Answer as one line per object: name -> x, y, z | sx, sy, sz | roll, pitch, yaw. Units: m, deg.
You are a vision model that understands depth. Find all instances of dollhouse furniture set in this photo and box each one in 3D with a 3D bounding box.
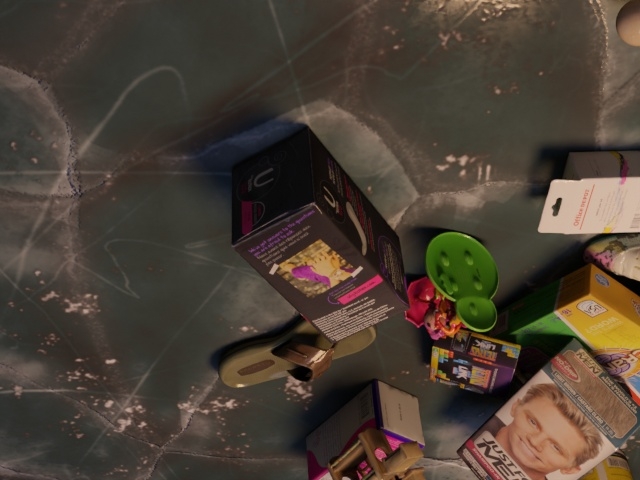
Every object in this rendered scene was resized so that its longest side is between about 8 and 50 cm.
dollhouse furniture set -> 0.132, 0.376, 1.796 | 0.161, 0.101, 0.182 | 3, 139, -43

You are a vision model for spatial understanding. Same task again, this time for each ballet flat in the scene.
ballet flat -> 0.537, 0.029, 1.628 | 0.221, 0.079, 0.077 | -4, 136, -1

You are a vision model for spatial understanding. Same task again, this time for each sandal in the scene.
sandal -> -0.036, 0.204, 1.744 | 0.302, 0.086, 0.120 | -25, 132, 19

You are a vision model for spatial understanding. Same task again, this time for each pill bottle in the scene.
pill bottle -> 0.582, 0.532, 2.043 | 0.119, 0.208, 0.119 | -2, 135, -2

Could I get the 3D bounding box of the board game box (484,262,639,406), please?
board game box -> 0.474, 0.181, 1.723 | 0.316, 0.064, 0.242 | 30, 139, -22

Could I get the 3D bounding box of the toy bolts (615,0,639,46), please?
toy bolts -> 0.477, -0.292, 1.216 | 0.158, 0.218, 0.229 | -5, 130, -20

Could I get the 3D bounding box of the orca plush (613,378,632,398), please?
orca plush -> 0.459, 0.349, 1.805 | 0.151, 0.102, 0.287 | 26, 144, -17

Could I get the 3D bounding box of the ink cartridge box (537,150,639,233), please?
ink cartridge box -> 0.424, -0.072, 1.524 | 0.198, 0.067, 0.115 | -1, 135, -6

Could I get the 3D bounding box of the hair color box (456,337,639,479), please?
hair color box -> 0.384, 0.333, 1.739 | 0.105, 0.174, 0.347 | -32, 161, -34

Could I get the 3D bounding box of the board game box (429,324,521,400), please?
board game box -> 0.260, 0.210, 1.738 | 0.141, 0.048, 0.170 | 15, 156, 12

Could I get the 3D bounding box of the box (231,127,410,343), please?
box -> 0.000, 0.000, 1.487 | 0.143, 0.165, 0.270 | -26, 131, 19

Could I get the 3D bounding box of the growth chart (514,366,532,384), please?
growth chart -> 0.493, 0.246, 1.882 | 0.237, 0.021, 0.172 | -23, 133, 17

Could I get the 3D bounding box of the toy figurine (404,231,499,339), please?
toy figurine -> 0.197, 0.099, 1.627 | 0.130, 0.173, 0.159 | -3, 151, -27

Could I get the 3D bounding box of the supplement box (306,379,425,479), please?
supplement box -> 0.080, 0.377, 1.910 | 0.114, 0.111, 0.220 | 27, 127, -28
